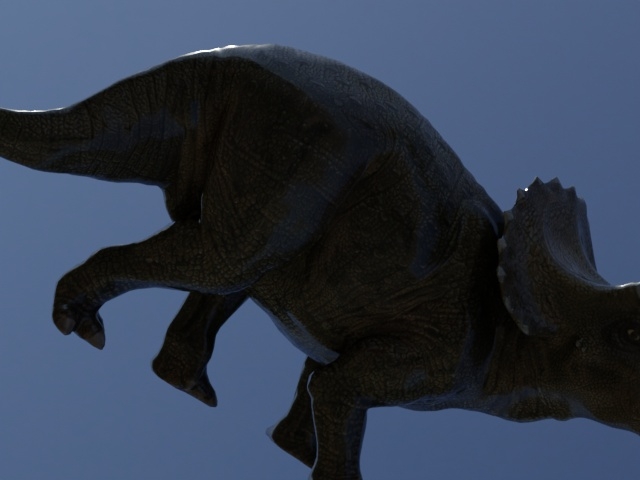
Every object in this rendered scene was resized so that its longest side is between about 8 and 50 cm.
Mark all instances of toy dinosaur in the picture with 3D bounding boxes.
[{"bbox_3d":[0.000,0.000,0.750,0.313,0.121,0.160,34,-89,-1],"label":"toy dinosaur"}]
